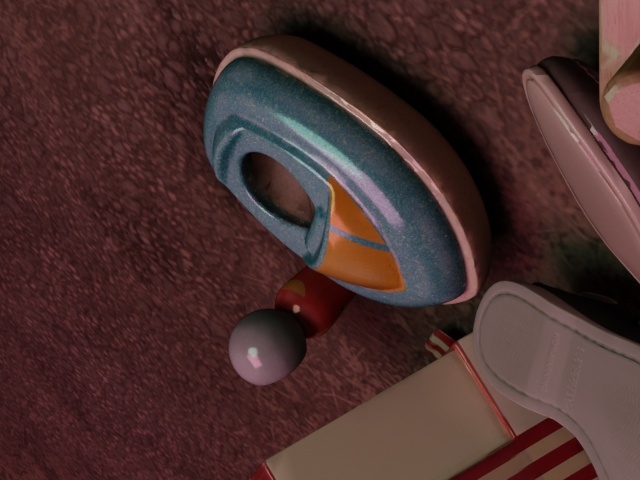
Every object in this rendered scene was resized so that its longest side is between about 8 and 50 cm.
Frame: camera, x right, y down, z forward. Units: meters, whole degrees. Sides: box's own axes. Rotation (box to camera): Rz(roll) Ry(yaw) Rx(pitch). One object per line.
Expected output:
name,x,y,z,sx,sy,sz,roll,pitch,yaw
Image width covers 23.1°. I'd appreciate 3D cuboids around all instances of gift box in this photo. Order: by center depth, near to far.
gift box,0.095,0.220,1.279,0.255,0.258,0.276,60,165,6

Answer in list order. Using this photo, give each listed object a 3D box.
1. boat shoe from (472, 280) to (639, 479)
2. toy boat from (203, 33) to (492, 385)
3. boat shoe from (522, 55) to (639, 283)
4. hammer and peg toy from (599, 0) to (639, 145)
boat shoe,0.220,0.109,1.068,0.302,0.091,0.114,49,128,51
toy boat,0.000,0.000,1.262,0.267,0.148,0.318,37,148,14
boat shoe,0.257,0.003,1.030,0.335,0.095,0.112,54,176,-7
hammer and peg toy,0.237,-0.194,0.604,0.266,0.127,0.361,10,121,25
